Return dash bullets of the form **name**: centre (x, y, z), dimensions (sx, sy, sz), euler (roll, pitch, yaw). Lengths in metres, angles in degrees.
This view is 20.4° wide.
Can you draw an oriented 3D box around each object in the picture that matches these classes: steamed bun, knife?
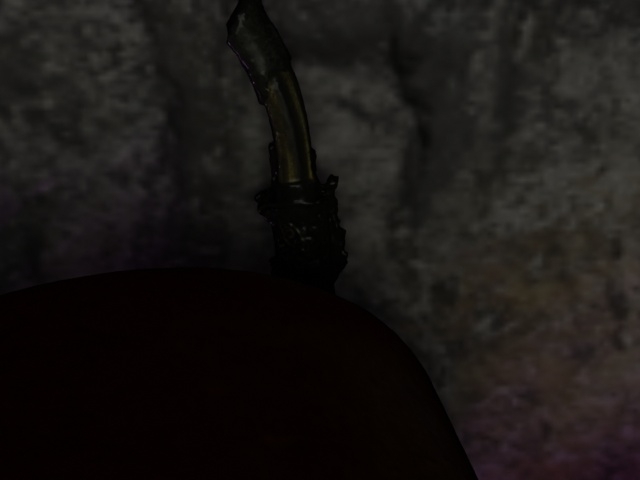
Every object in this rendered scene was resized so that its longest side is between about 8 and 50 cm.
- **steamed bun**: centre (-0.116, 0.168, 0.647), dimensions (0.379, 0.235, 0.248), euler (-28, 142, 10)
- **knife**: centre (-0.006, 0.002, 0.742), dimensions (0.045, 0.021, 0.222), euler (-18, 111, 6)
